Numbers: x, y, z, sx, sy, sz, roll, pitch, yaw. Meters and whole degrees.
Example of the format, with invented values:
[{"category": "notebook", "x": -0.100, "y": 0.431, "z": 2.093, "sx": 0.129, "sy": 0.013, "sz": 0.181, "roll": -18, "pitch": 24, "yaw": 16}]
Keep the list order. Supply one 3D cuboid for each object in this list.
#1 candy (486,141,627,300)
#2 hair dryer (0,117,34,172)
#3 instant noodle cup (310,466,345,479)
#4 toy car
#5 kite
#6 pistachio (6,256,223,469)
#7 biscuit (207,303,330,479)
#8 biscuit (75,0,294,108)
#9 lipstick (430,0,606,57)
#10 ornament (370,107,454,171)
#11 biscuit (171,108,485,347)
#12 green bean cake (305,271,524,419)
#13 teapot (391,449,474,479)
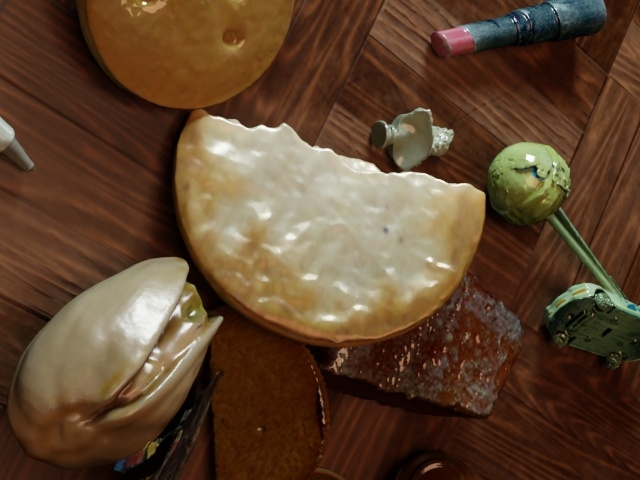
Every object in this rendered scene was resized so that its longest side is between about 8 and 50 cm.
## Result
[{"category": "candy", "x": 0.305, "y": 0.003, "z": 1.262, "sx": 0.335, "sy": 0.092, "sz": 0.093, "roll": 45, "pitch": 33, "yaw": -35}, {"category": "hair dryer", "x": -0.310, "y": -0.105, "z": 0.862, "sx": 0.155, "sy": 0.044, "sz": 0.183, "roll": -40, "pitch": 116, "yaw": -22}, {"category": "instant noodle cup", "x": 0.027, "y": 0.323, "z": 1.025, "sx": 0.168, "sy": 0.185, "sz": 0.168, "roll": -2, "pitch": 94, "yaw": -33}, {"category": "toy car", "x": 0.351, "y": 0.102, "z": 1.296, "sx": 0.186, "sy": 0.058, "sz": 0.093, "roll": 20, "pitch": 126, "yaw": -33}, {"category": "kite", "x": -0.138, "y": 0.197, "z": 0.879, "sx": 0.015, "sy": 0.285, "sz": 0.152, "roll": 23, "pitch": 95, "yaw": 8}, {"category": "pistachio", "x": -0.176, "y": 0.104, "z": 0.903, "sx": 0.215, "sy": 0.144, "sz": 0.144, "roll": -48, "pitch": 118, "yaw": -41}, {"category": "biscuit", "x": -0.050, "y": 0.164, "z": 1.009, "sx": 0.025, "sy": 0.126, "sz": 0.206, "roll": -11, "pitch": 100, "yaw": -70}, {"category": "biscuit", "x": -0.084, "y": -0.286, "z": 0.938, "sx": 0.275, "sy": 0.052, "sz": 0.355, "roll": 27, "pitch": 92, "yaw": -39}, {"category": "lipstick", "x": 0.225, "y": -0.245, "z": 1.198, "sx": 0.234, "sy": 0.053, "sz": 0.053, "roll": -16, "pitch": 102, "yaw": -30}, {"category": "ornament", "x": 0.101, "y": -0.109, "z": 1.130, "sx": 0.092, "sy": 0.041, "sz": 0.068, "roll": 33, "pitch": 95, "yaw": -40}, {"category": "biscuit", "x": 0.000, "y": 0.000, "z": 1.001, "sx": 0.309, "sy": 0.040, "sz": 0.205, "roll": 15, "pitch": 71, "yaw": -10}, {"category": "green bean cake", "x": 0.093, "y": 0.110, "z": 1.106, "sx": 0.232, "sy": 0.097, "sz": 0.199, "roll": 37, "pitch": 72, "yaw": -30}, {"category": "teapot", "x": 0.122, "y": 0.287, "z": 1.157, "sx": 0.098, "sy": 0.078, "sz": 0.129, "roll": 25, "pitch": 59, "yaw": 7}]
